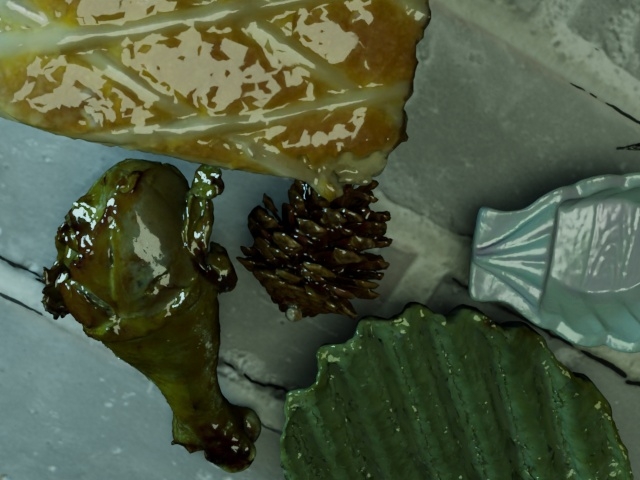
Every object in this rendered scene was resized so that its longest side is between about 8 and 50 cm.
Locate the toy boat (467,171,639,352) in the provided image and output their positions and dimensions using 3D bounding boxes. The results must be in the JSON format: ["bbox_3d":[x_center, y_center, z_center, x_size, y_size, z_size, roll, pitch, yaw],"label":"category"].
[{"bbox_3d":[0.298,0.014,1.452,0.290,0.100,0.199,4,103,-10],"label":"toy boat"}]

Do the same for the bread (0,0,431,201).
[{"bbox_3d":[-0.104,-0.255,1.233,0.390,0.279,0.371,10,100,-11],"label":"bread"}]

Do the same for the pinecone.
[{"bbox_3d":[0.000,0.000,1.374,0.173,0.173,0.173,-2,104,-8],"label":"pinecone"}]

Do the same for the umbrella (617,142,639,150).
[{"bbox_3d":[0.399,-0.108,1.481,0.149,0.022,0.022,-1,141,0],"label":"umbrella"}]

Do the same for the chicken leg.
[{"bbox_3d":[-0.181,0.084,1.379,0.211,0.140,0.361,10,124,21],"label":"chicken leg"}]

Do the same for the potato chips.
[{"bbox_3d":[0.152,0.249,1.474,0.358,0.070,0.429,-22,115,2],"label":"potato chips"}]
